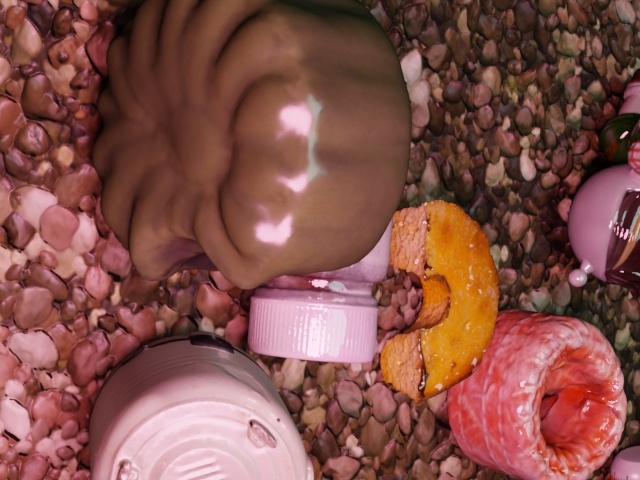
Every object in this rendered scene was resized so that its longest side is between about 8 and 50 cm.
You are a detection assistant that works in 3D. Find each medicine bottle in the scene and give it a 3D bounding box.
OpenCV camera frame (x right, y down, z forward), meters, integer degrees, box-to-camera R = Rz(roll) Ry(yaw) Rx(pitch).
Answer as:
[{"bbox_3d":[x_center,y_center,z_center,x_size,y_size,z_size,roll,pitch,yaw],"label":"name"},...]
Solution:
[{"bbox_3d":[0.000,0.000,1.276,0.165,0.165,0.273,8,88,-39],"label":"medicine bottle"}]

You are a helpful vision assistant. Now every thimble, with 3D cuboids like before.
[{"bbox_3d":[0.299,0.215,1.526,0.239,0.162,0.239,1,89,-36],"label":"thimble"}]

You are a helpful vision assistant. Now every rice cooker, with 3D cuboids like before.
[{"bbox_3d":[-0.129,0.219,1.131,0.226,0.244,0.226,-3,100,-15],"label":"rice cooker"}]

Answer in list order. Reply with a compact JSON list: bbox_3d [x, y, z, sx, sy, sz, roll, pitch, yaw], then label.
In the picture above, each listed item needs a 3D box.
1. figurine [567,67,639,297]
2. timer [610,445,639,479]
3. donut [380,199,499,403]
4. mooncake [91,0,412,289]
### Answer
[{"bbox_3d":[0.473,-0.087,1.658,0.281,0.167,0.370,61,42,-58],"label":"figurine"},{"bbox_3d":[0.514,0.395,1.744,0.136,0.099,0.136,-7,105,-28],"label":"timer"},{"bbox_3d":[0.161,0.079,1.446,0.152,0.101,0.259,2,89,-39],"label":"donut"},{"bbox_3d":[-0.081,-0.111,1.093,0.187,0.351,0.351,2,90,-40],"label":"mooncake"}]
